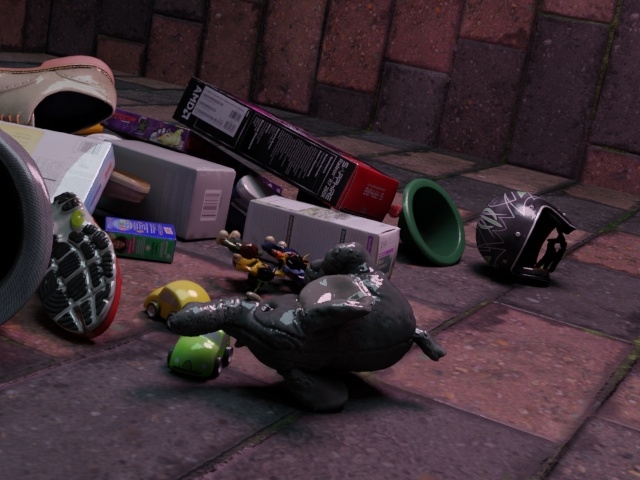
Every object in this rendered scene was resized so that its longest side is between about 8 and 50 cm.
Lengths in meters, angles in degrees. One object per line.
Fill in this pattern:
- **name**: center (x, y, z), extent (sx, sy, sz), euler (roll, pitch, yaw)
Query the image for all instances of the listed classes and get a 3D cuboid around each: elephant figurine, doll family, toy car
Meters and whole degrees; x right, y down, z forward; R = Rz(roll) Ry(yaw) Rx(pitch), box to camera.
- **elephant figurine**: center (-0.011, 0.106, 1.142), extent (0.186, 0.169, 0.239), euler (-22, -1, 32)
- **doll family**: center (-0.064, 0.038, 1.516), extent (0.193, 0.076, 0.111), euler (6, 9, -29)
- **toy car**: center (-0.121, 0.105, 1.231), extent (0.239, 0.053, 0.225), euler (12, 13, 7)

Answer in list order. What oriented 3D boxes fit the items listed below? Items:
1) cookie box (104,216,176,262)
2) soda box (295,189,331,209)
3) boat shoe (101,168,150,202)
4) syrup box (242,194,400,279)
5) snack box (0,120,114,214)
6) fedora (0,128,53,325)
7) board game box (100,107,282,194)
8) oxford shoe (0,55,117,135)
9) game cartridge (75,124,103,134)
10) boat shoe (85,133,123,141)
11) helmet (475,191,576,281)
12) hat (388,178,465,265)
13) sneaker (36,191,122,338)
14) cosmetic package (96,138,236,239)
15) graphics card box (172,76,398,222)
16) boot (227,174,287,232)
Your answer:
- **cookie box**: center (-0.279, -0.002, 1.582), extent (0.107, 0.040, 0.092), euler (7, 13, -13)
- **soda box**: center (-0.017, -0.056, 1.945), extent (0.067, 0.071, 0.210), euler (12, 13, -1)
- **boat shoe**: center (-0.430, -0.091, 1.728), extent (0.302, 0.098, 0.109), euler (12, 0, 14)
- **syrup box**: center (0.000, 0.000, 1.669), extent (0.236, 0.096, 0.093), euler (16, 14, 22)
- **snack box**: center (-0.503, -0.101, 1.588), extent (0.321, 0.060, 0.187), euler (12, 49, 4)
- **fedora**: center (-0.409, 0.000, 1.162), extent (0.243, 0.275, 0.124), euler (-27, -16, -3)
- **board game box**: center (-0.242, -0.159, 1.997), extent (0.208, 0.056, 0.347), euler (14, -8, 30)
- **oxford shoe**: center (-0.554, -0.226, 1.811), extent (0.396, 0.141, 0.146), euler (-19, 36, -9)
- **game cartridge**: center (-0.660, -0.230, 2.106), extent (0.285, 0.053, 0.323), euler (1, 9, 31)
- **boat shoe**: center (-0.407, -0.164, 2.099), extent (0.184, 0.066, 0.063), euler (28, 14, -1)
- **helmet**: center (0.360, -0.011, 1.855), extent (0.161, 0.169, 0.169), euler (22, 8, -23)
- **hat**: center (0.155, -0.009, 1.943), extent (0.183, 0.173, 0.208), euler (-26, 0, 37)
- **sneaker**: center (-0.288, 0.038, 1.291), extent (0.107, 0.118, 0.279), euler (-33, 37, 1)
- **cosmetic package**: center (-0.274, -0.091, 1.780), extent (0.238, 0.127, 0.107), euler (22, 16, 36)
- **graphics card box**: center (-0.059, -0.162, 1.855), extent (0.370, 0.094, 0.233), euler (29, 7, 22)
- **boot**: center (-0.084, -0.032, 1.804), extent (0.190, 0.086, 0.069), euler (38, 36, -12)
